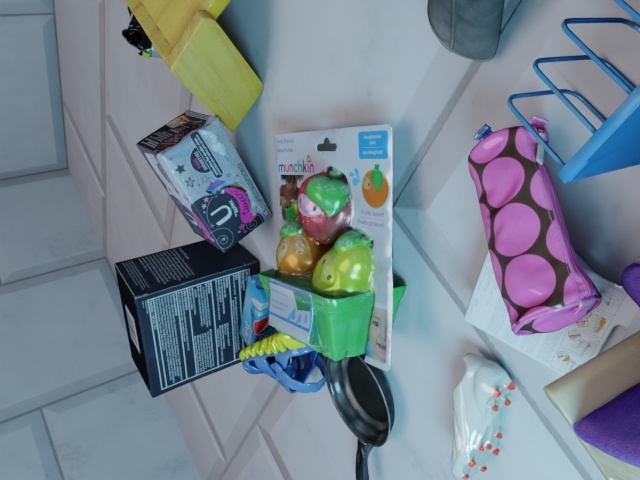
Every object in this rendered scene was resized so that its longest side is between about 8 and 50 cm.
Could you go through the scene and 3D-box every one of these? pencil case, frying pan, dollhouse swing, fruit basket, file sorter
[{"bbox_3d":[0.212,-0.015,0.540,0.098,0.095,0.209,-37,55,50],"label":"pencil case"},{"bbox_3d":[0.093,0.344,0.996,0.197,0.053,0.326,-20,89,61],"label":"frying pan"},{"bbox_3d":[-0.196,-0.479,1.043,0.347,0.305,0.315,55,-174,26],"label":"dollhouse swing"},{"bbox_3d":[0.000,0.000,0.872,0.327,0.165,0.353,13,112,55],"label":"fruit basket"},{"bbox_3d":[0.255,-0.148,0.436,0.104,0.118,0.170,60,147,25],"label":"file sorter"}]

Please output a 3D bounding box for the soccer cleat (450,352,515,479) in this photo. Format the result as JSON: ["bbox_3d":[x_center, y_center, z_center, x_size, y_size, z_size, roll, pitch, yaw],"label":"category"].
[{"bbox_3d":[0.214,0.248,0.752,0.076,0.068,0.196,39,128,50],"label":"soccer cleat"}]

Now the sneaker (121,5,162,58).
[{"bbox_3d":[-0.473,-0.561,1.401,0.235,0.097,0.084,55,144,26],"label":"sneaker"}]

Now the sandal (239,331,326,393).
[{"bbox_3d":[-0.081,0.269,1.166,0.317,0.126,0.138,-34,75,59],"label":"sandal"}]

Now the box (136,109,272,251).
[{"bbox_3d":[-0.241,-0.124,1.127,0.163,0.142,0.247,26,151,51],"label":"box"}]

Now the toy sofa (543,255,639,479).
[{"bbox_3d":[0.265,0.092,0.342,0.177,0.150,0.362,58,180,14],"label":"toy sofa"}]

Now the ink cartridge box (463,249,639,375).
[{"bbox_3d":[0.268,0.073,0.617,0.179,0.045,0.145,28,129,26],"label":"ink cartridge box"}]

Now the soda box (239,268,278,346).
[{"bbox_3d":[-0.136,0.168,1.257,0.071,0.067,0.210,50,143,33],"label":"soda box"}]

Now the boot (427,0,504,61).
[{"bbox_3d":[0.161,-0.233,0.502,0.190,0.076,0.208,61,175,22],"label":"boot"}]

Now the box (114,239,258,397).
[{"bbox_3d":[-0.318,0.177,1.330,0.182,0.294,0.296,38,134,47],"label":"box"}]
